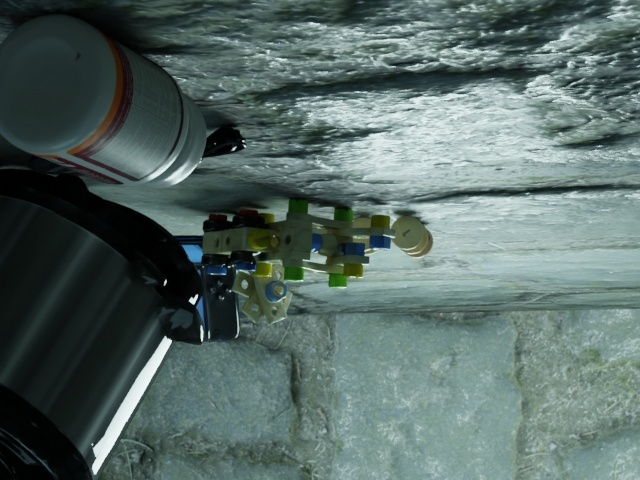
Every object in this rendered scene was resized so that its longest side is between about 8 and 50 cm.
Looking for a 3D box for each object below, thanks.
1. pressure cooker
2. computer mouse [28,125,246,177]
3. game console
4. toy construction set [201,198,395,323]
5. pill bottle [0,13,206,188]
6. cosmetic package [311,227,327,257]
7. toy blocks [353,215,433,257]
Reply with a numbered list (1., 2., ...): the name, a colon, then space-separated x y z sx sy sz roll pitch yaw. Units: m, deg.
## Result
1. pressure cooker: -0.377 0.110 1.830 0.370 0.420 0.375 38 146 -18
2. computer mouse: -0.229 -0.106 1.531 0.262 0.060 0.184 -7 175 -43
3. game console: -0.308 0.090 2.486 0.293 0.250 0.173 0 -162 10
4. toy construction set: -0.056 0.021 2.099 0.215 0.151 0.328 6 159 -30
5. pill bottle: -0.192 -0.116 1.238 0.121 0.121 0.221 -2 171 19
6. cosmetic package: 0.000 0.000 2.244 0.060 0.041 0.115 0 171 8
7. toy blocks: 0.114 -0.001 2.188 0.123 0.054 0.148 -2 171 13
